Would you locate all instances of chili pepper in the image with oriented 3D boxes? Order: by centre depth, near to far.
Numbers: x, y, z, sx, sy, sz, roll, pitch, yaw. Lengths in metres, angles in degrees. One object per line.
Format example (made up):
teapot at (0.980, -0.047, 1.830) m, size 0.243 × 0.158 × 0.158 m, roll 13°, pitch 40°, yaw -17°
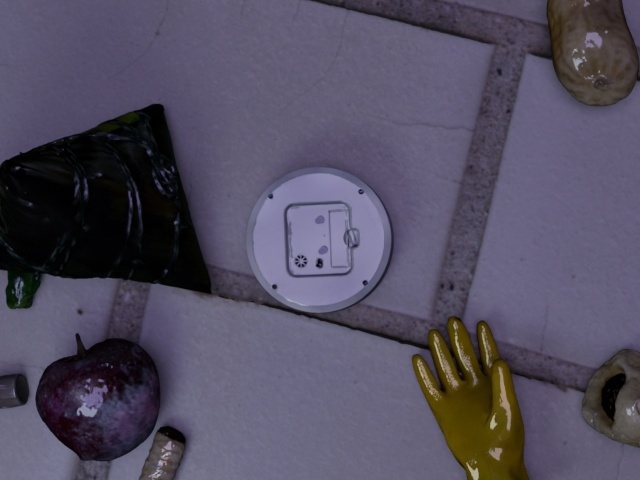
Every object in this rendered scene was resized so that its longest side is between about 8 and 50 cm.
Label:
chili pepper at (-0.500, 0.022, 1.946) m, size 0.073 × 0.050 × 0.182 m, roll -23°, pitch 84°, yaw 11°

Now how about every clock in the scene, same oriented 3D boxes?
clock at (0.000, 0.000, 1.885) m, size 0.230 × 0.083 × 0.230 m, roll 0°, pitch 89°, yaw 4°

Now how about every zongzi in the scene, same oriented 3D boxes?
zongzi at (-0.406, -0.033, 1.864) m, size 0.362 × 0.383 × 0.319 m, roll -25°, pitch 74°, yaw 42°

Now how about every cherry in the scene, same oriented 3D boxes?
cherry at (-0.337, 0.247, 1.862) m, size 0.195 × 0.195 × 0.195 m, roll 0°, pitch 88°, yaw 5°

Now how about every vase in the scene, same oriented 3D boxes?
vase at (-0.529, 0.248, 1.939) m, size 0.101 × 0.053 × 0.053 m, roll -10°, pitch 87°, yaw 9°

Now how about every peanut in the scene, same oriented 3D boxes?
peanut at (0.411, -0.315, 1.834) m, size 0.129 × 0.129 × 0.224 m, roll -15°, pitch 84°, yaw 5°

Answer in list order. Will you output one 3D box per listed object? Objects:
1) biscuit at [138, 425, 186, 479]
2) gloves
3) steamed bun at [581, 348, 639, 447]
biscuit at (-0.268, 0.404, 1.907) m, size 0.061 × 0.055 × 0.219 m, roll 22°, pitch 90°, yaw -5°
gloves at (0.235, 0.262, 1.849) m, size 0.133 × 0.116 × 0.294 m, roll -16°, pitch 80°, yaw -3°
steamed bun at (0.488, 0.247, 1.791) m, size 0.172 × 0.155 × 0.140 m, roll 22°, pitch 91°, yaw 7°
